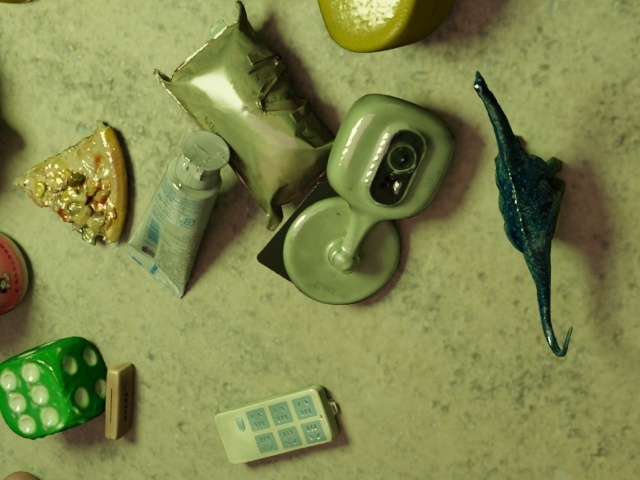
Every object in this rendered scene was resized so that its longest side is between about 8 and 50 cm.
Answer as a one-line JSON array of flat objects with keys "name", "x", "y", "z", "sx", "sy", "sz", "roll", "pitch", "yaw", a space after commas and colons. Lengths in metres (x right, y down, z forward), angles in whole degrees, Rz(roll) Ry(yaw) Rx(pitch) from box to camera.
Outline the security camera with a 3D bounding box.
[{"name": "security camera", "x": 0.059, "y": -0.039, "z": 1.441, "sx": 0.157, "sy": 0.080, "sz": 0.301, "roll": 18, "pitch": 111, "yaw": -17}]

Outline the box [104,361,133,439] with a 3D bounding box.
[{"name": "box", "x": -0.303, "y": 0.243, "z": 1.690, "sx": 0.025, "sy": 0.048, "sz": 0.115, "roll": 11, "pitch": 105, "yaw": 23}]

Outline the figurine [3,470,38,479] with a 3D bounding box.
[{"name": "figurine", "x": -0.482, "y": 0.403, "z": 1.787, "sx": 0.083, "sy": 0.071, "sz": 0.067, "roll": 13, "pitch": 65, "yaw": 10}]

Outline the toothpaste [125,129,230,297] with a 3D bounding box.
[{"name": "toothpaste", "x": -0.196, "y": -0.033, "z": 1.539, "sx": 0.114, "sy": 0.073, "sz": 0.299, "roll": 40, "pitch": 140, "yaw": 7}]

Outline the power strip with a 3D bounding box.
[{"name": "power strip", "x": -0.064, "y": 0.265, "z": 1.609, "sx": 0.192, "sy": 0.035, "sz": 0.081, "roll": -18, "pitch": 95, "yaw": 23}]

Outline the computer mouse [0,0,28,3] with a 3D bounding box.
[{"name": "computer mouse", "x": -0.449, "y": -0.461, "z": 1.584, "sx": 0.126, "sy": 0.056, "sz": 0.245, "roll": 9, "pitch": 104, "yaw": 19}]

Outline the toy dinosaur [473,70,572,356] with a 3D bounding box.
[{"name": "toy dinosaur", "x": 0.251, "y": -0.043, "z": 1.360, "sx": 0.076, "sy": 0.147, "sz": 0.363, "roll": -10, "pitch": 106, "yaw": 25}]

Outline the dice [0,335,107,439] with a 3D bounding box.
[{"name": "dice", "x": -0.405, "y": 0.222, "z": 1.686, "sx": 0.131, "sy": 0.120, "sz": 0.128, "roll": -16, "pitch": 95, "yaw": 22}]

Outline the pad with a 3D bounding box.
[{"name": "pad", "x": 0.000, "y": 0.000, "z": 1.512, "sx": 0.112, "sy": 0.003, "sz": 0.157, "roll": 33, "pitch": 115, "yaw": -19}]

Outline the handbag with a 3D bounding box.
[{"name": "handbag", "x": -0.081, "y": -0.169, "z": 1.476, "sx": 0.182, "sy": 0.117, "sz": 0.270, "roll": -38, "pitch": 90, "yaw": 16}]

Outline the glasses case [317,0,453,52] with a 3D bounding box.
[{"name": "glasses case", "x": 0.067, "y": -0.418, "z": 1.343, "sx": 0.173, "sy": 0.141, "sz": 0.371, "roll": -10, "pitch": 98, "yaw": 37}]

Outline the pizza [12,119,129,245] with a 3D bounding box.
[{"name": "pizza", "x": -0.372, "y": -0.084, "z": 1.642, "sx": 0.195, "sy": 0.052, "sz": 0.185, "roll": 3, "pitch": 100, "yaw": 21}]

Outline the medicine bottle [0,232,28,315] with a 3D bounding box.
[{"name": "medicine bottle", "x": -0.550, "y": 0.071, "z": 1.639, "sx": 0.147, "sy": 0.247, "sz": 0.147, "roll": 5, "pitch": 104, "yaw": 20}]
